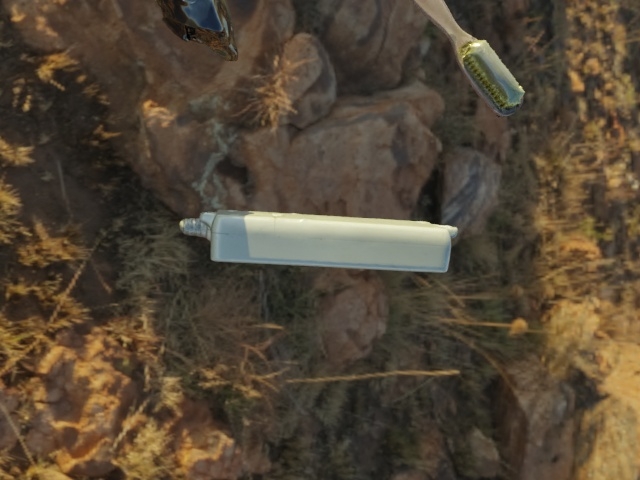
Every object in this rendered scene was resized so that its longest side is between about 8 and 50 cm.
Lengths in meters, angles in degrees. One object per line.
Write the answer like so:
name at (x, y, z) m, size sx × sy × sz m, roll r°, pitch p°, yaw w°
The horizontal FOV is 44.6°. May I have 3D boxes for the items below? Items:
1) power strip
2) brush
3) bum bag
power strip at (0.000, 0.000, 0.943) m, size 0.338 × 0.098 × 0.058 m, roll 4°, pitch 96°, yaw -8°
brush at (0.266, -0.363, 1.417) m, size 0.072 × 0.067 × 0.313 m, roll -39°, pitch 91°, yaw -14°
bum bag at (-0.175, -0.326, 0.920) m, size 0.095 × 0.340 × 0.144 m, roll -36°, pitch 142°, yaw 2°
